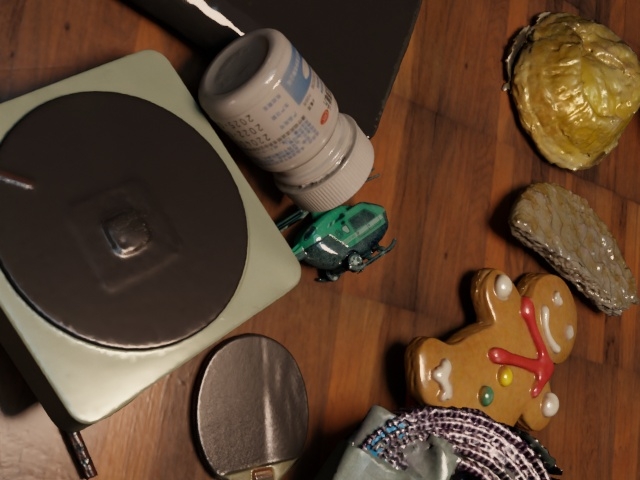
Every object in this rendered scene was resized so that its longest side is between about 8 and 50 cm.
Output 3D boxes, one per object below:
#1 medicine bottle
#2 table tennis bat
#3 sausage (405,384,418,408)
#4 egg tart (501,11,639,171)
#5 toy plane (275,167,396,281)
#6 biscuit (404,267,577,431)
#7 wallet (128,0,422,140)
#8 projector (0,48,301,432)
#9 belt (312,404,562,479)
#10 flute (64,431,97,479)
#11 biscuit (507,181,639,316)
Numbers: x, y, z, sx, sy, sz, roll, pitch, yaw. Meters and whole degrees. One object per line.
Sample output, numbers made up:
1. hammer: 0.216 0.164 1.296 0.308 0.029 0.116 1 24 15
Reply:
1. medicine bottle: -0.031 -0.114 0.846 0.168 0.105 0.105 46 59 -40
2. table tennis bat: -0.063 0.202 0.861 0.130 0.019 0.220 -2 84 -35
3. sausage: 0.106 0.252 0.969 0.034 0.034 0.253 11 77 -35
4. egg tart: 0.362 -0.211 1.190 0.252 0.098 0.232 1 80 -33
5. toy plane: 0.000 0.000 0.911 0.235 0.060 0.096 -31 94 -38
6. biscuit: 0.227 0.139 1.046 0.339 0.047 0.216 -26 103 -42
7. wallet: -0.073 -0.282 0.895 0.406 0.062 0.228 31 66 -30
8. projector: -0.178 -0.010 0.749 0.257 0.079 0.259 -33 92 -39
9. belt: 0.100 0.320 0.864 0.260 0.122 0.325 27 79 -4
10. flute: -0.246 0.082 0.745 0.014 0.014 0.270 -26 99 -36
11. biscuit: 0.339 -0.004 1.165 0.290 0.038 0.141 33 50 -32
